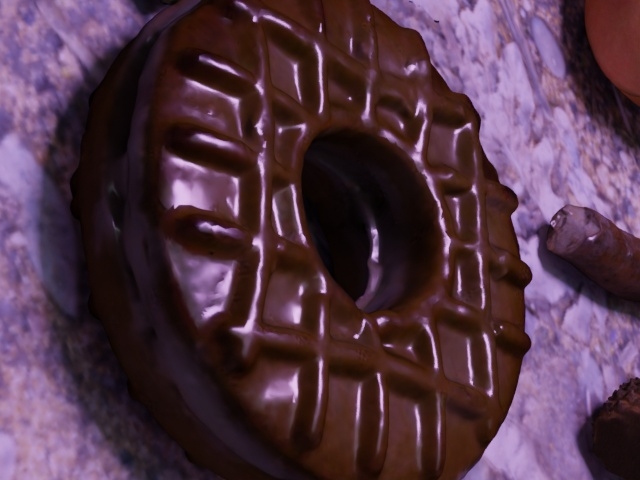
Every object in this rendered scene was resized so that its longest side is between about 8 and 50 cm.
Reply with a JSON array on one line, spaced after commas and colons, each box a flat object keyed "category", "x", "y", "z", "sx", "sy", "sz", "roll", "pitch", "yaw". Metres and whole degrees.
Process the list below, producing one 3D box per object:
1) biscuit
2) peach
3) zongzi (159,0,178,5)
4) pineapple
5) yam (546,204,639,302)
[{"category": "biscuit", "x": 0.000, "y": 0.000, "z": 0.945, "sx": 0.332, "sy": 0.103, "sz": 0.332, "roll": 23, "pitch": 57, "yaw": -40}, {"category": "peach", "x": 0.304, "y": -0.180, "z": 1.300, "sx": 0.184, "sy": 0.184, "sz": 0.184, "roll": 22, "pitch": 58, "yaw": -40}, {"category": "zongzi", "x": -0.083, "y": -0.209, "z": 0.988, "sx": 0.119, "sy": 0.055, "sz": 0.109, "roll": 55, "pitch": 39, "yaw": 3}, {"category": "pineapple", "x": 0.256, "y": 0.121, "z": 1.195, "sx": 0.159, "sy": 0.074, "sz": 0.074, "roll": -33, "pitch": 98, "yaw": -54}, {"category": "yam", "x": 0.264, "y": 0.028, "z": 1.251, "sx": 0.241, "sy": 0.057, "sz": 0.056, "roll": 23, "pitch": 57, "yaw": -38}]
